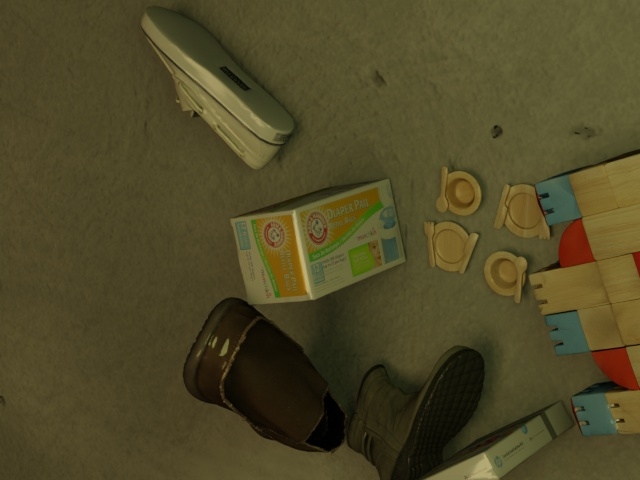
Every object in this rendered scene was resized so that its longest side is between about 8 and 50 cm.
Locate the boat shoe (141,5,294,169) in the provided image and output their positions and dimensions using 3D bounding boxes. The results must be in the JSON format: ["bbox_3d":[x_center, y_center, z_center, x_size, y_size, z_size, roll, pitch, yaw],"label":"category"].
[{"bbox_3d":[-0.150,-0.202,1.681,0.267,0.096,0.088,42,120,10],"label":"boat shoe"}]

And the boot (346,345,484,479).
[{"bbox_3d":[0.104,0.205,1.598,0.161,0.083,0.246,47,126,44],"label":"boot"}]

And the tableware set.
[{"bbox_3d":[0.196,-0.012,1.515,0.169,0.020,0.141,20,115,31],"label":"tableware set"}]

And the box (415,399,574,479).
[{"bbox_3d":[0.195,0.257,1.488,0.145,0.186,0.038,-34,82,39],"label":"box"}]

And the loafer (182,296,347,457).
[{"bbox_3d":[-0.049,0.178,1.585,0.130,0.366,0.133,21,78,27],"label":"loafer"}]

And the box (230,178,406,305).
[{"bbox_3d":[0.000,0.000,1.550,0.103,0.203,0.114,-7,99,38],"label":"box"}]

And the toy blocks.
[{"bbox_3d":[0.345,0.051,1.342,0.261,0.191,0.381,-15,94,50],"label":"toy blocks"}]
